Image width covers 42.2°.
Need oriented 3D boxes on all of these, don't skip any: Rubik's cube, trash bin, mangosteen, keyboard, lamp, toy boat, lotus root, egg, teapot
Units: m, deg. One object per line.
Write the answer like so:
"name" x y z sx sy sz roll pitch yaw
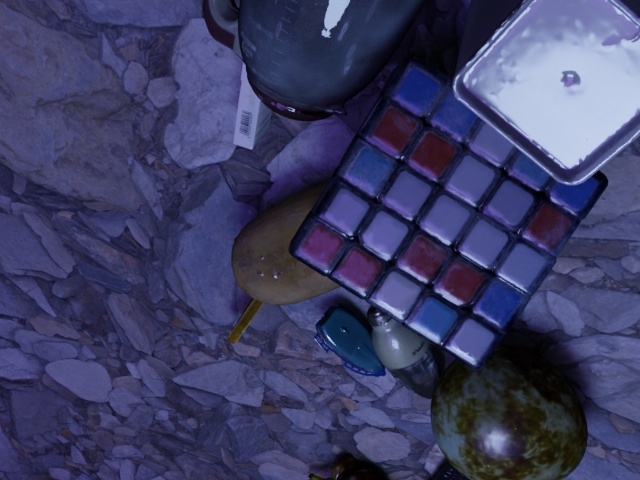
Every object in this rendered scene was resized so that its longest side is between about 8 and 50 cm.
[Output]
"Rubik's cube" 0.157 -0.050 1.112 0.293 0.287 0.292 33 100 -2
"trash bin" 0.272 -0.260 0.916 0.296 0.368 0.256 39 130 -8
"mangosteen" 0.066 0.546 1.753 0.181 0.156 0.145 13 162 49
"keyboard" 0.278 0.497 1.681 0.103 0.041 0.381 24 130 4
"lamp" 0.154 0.198 1.477 0.101 0.101 0.250 -16 125 30
"toy boat" 0.056 0.192 1.534 0.175 0.091 0.110 44 163 -14
"lotus root" 0.000 0.000 1.356 0.342 0.151 0.169 -25 110 30
"egg" 0.324 0.302 1.398 0.289 0.238 0.238 22 133 -21
"teapot" -0.026 -0.326 1.077 0.315 0.233 0.312 41 126 21

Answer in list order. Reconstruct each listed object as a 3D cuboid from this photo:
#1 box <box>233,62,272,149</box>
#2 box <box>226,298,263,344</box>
"box" -0.096 -0.226 1.272 0.040 0.084 0.154 20 129 10
"box" -0.121 0.120 1.535 0.022 0.089 0.156 34 128 -1
